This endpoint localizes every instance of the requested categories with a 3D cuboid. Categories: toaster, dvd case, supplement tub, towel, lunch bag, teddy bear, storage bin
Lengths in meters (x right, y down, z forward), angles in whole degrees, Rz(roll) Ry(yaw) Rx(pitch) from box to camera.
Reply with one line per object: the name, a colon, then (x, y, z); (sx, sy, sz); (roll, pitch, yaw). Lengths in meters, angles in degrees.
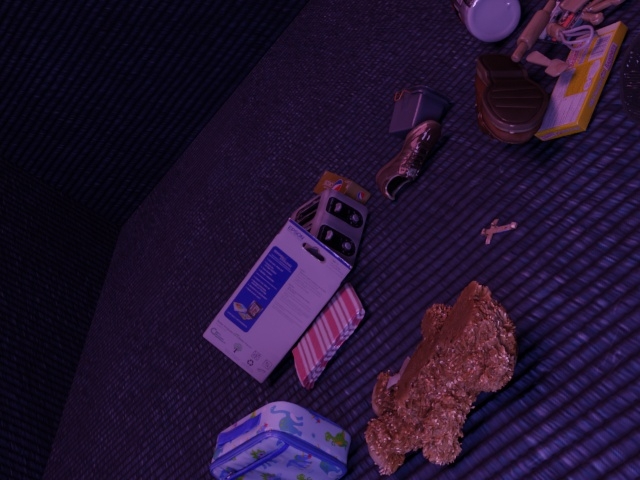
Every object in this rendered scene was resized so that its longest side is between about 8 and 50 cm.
toaster: (0.000, 0.000, 1.908); (0.185, 0.110, 0.168); (-31, 33, 48)
dvd case: (0.446, -0.405, 1.651); (0.087, 0.013, 0.119); (-55, 23, 4)
supplement tub: (0.340, -0.496, 1.858); (0.117, 0.117, 0.190); (-48, 23, 21)
towel: (0.016, 0.183, 1.741); (0.197, 0.029, 0.144); (-53, 20, 10)
lunch bag: (-0.072, 0.358, 1.485); (0.219, 0.176, 0.090); (-36, 29, 40)
teddy bear: (0.175, 0.209, 1.295); (0.338, 0.113, 0.245); (-57, 13, 22)
storage bin: (0.198, -0.267, 1.891); (0.135, 0.098, 0.091); (-1, 69, 64)

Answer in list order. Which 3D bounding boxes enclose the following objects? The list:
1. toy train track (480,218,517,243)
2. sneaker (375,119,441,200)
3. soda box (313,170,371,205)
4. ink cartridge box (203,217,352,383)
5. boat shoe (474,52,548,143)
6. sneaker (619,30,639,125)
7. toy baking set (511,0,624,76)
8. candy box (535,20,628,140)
toy train track: (0.289, -0.020, 1.457); (0.083, 0.014, 0.048); (-15, 47, 59)
sneaker: (0.189, -0.158, 1.813); (0.188, 0.066, 0.071); (-50, 39, 30)
soda box: (0.046, -0.109, 2.027); (0.061, 0.058, 0.181); (-57, 21, 0)
ink cartridge box: (-0.084, 0.120, 1.819); (0.333, 0.165, 0.065); (-52, -4, 21)
boat shoe: (0.327, -0.226, 1.547); (0.307, 0.110, 0.105); (-79, -9, -58)
sneaker: (0.514, -0.316, 1.255); (0.123, 0.178, 0.296); (24, 120, 32)
toy baking set: (0.424, -0.374, 1.552); (0.256, 0.030, 0.196); (-52, 24, -20)
candy box: (0.430, -0.262, 1.470); (0.206, 0.027, 0.105); (-63, 19, -16)
